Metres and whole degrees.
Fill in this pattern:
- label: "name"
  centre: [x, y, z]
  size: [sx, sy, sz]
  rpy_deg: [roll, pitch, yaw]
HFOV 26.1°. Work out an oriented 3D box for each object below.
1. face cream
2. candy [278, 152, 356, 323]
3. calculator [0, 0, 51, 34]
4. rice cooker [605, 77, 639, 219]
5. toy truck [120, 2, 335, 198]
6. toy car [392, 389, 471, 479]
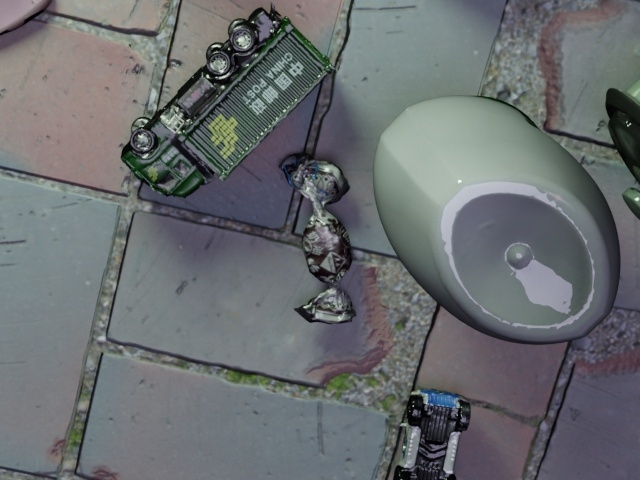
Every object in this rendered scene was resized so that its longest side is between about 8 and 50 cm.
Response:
- label: "face cream"
  centre: [0.195, -0.030, 1.566]
  size: [0.312, 0.357, 0.219]
  rpy_deg: [41, 100, -14]
- label: "candy"
  centre: [0.000, 0.000, 1.728]
  size: [0.094, 0.051, 0.226]
  rpy_deg: [-7, 105, 10]
- label: "calculator"
  centre: [-0.376, -0.300, 1.627]
  size: [0.166, 0.024, 0.103]
  rpy_deg: [-30, 106, 7]
- label: "rice cooker"
  centre: [0.481, -0.126, 1.608]
  size: [0.317, 0.264, 0.316]
  rpy_deg: [-25, 145, -19]
- label: "toy truck"
  centre: [-0.117, -0.160, 1.652]
  size: [0.259, 0.088, 0.121]
  rpy_deg: [-44, 104, 8]
- label: "toy car"
  centre: [0.142, 0.276, 1.804]
  size: [0.080, 0.070, 0.170]
  rpy_deg: [8, 104, -6]
